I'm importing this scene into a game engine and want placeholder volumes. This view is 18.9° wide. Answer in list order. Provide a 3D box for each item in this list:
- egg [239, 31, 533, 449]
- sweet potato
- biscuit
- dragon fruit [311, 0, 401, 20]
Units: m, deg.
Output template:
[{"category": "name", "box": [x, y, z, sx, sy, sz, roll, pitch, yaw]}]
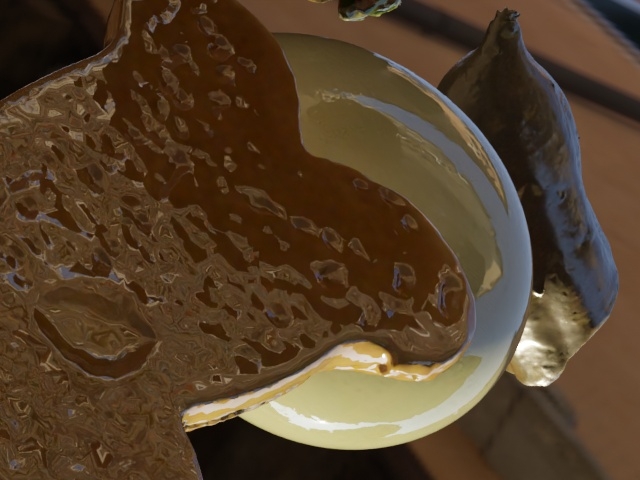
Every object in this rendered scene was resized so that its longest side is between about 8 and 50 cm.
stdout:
[{"category": "egg", "box": [0.000, 0.000, 0.934, 0.186, 0.241, 0.186, -28, -138, 29]}, {"category": "sweet potato", "box": [0.160, -0.036, 1.638, 0.157, 0.370, 0.158, -15, -144, 11]}, {"category": "biscuit", "box": [-0.104, 0.020, 0.633, 0.216, 0.339, 0.047, 50, -45, 8]}, {"category": "dragon fruit", "box": [-0.012, -0.239, 0.995, 0.193, 0.274, 0.192, -42, -149, -19]}]
